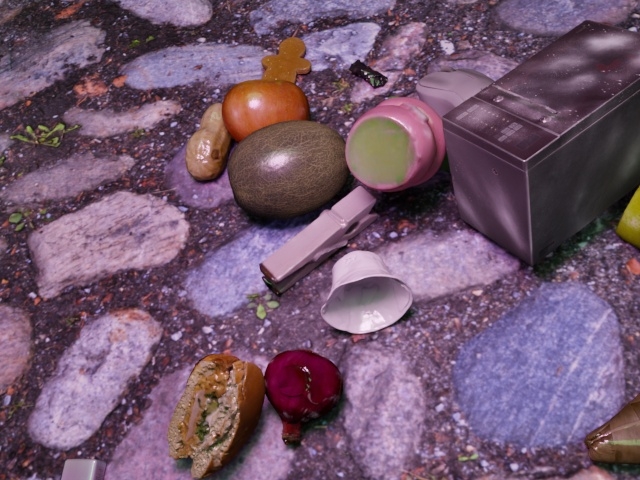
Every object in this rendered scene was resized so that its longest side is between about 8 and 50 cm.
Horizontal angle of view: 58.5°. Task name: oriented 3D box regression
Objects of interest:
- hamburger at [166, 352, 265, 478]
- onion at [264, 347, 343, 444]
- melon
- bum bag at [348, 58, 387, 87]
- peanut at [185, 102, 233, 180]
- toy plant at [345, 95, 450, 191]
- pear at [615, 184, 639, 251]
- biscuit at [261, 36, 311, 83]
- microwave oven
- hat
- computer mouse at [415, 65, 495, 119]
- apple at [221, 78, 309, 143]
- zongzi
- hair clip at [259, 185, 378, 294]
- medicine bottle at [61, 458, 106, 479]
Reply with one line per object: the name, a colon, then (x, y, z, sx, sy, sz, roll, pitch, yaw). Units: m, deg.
hamburger: (-0.191, 0.343, 1.163, 0.144, 0.157, 0.282, 36, 113, 28)
onion: (-0.046, 0.321, 1.188, 0.173, 0.135, 0.198, 5, 64, 15)
melon: (-0.074, -0.172, 1.403, 0.302, 0.237, 0.237, -17, 60, -7)
bum bag: (0.136, -0.483, 1.655, 0.058, 0.034, 0.124, -39, 63, -22)
peanut: (-0.299, -0.275, 1.565, 0.110, 0.120, 0.236, -12, 58, 49)
toy plant: (0.220, -0.217, 1.348, 0.317, 0.356, 0.210, 35, 112, 13)
pear: (0.801, -0.114, 1.227, 0.292, 0.292, 0.159, -41, 54, -13)
biscuit: (-0.107, -0.512, 1.711, 0.158, 0.035, 0.240, 14, 65, 14)
microwave oven: (0.526, -0.210, 1.250, 0.432, 0.374, 0.236, -34, 43, -12)
hat: (0.096, 0.103, 1.280, 0.203, 0.203, 0.126, -12, 42, 3)
computer mouse: (0.382, -0.371, 1.486, 0.184, 0.121, 0.296, -21, 58, -17)
apple: (-0.143, -0.332, 1.525, 0.235, 0.210, 0.173, -8, 87, -5)
zongzi: (0.589, 0.345, 1.108, 0.160, 0.078, 0.176, 0, 52, 10)
hair clip: (-0.003, -0.003, 1.381, 0.331, 0.101, 0.085, -40, 59, -14)
medicine bottle: (-0.504, 0.523, 1.198, 0.074, 0.055, 0.117, -3, 60, 7)
